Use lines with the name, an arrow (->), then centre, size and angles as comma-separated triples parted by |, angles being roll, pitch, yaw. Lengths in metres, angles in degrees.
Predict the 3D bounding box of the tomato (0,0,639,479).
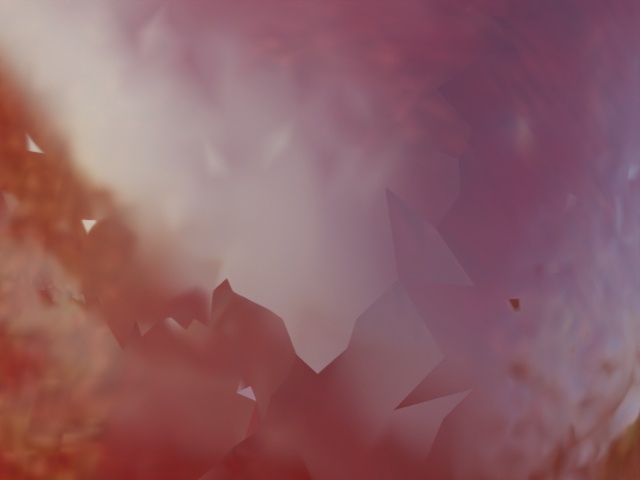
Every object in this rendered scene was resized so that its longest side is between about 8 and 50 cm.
tomato -> 0.000, 0.000, 0.500 | 0.293, 0.289, 0.325 | 30, 51, 30
